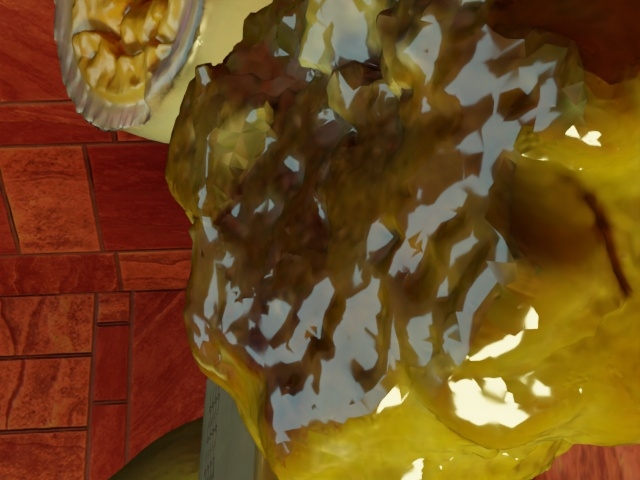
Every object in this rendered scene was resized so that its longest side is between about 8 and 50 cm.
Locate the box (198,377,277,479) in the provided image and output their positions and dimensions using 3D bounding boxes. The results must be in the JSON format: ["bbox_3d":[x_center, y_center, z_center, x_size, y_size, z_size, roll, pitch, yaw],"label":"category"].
[{"bbox_3d":[-0.055,0.192,0.914,0.211,0.045,0.270,121,155,-52],"label":"box"}]

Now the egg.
[{"bbox_3d":[-0.061,-0.268,1.258,0.354,0.340,0.354,0,90,54],"label":"egg"}]

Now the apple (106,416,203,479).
[{"bbox_3d":[-0.127,0.467,1.698,0.473,0.473,0.473,178,90,-86],"label":"apple"}]

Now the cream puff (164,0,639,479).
[{"bbox_3d":[0.067,-0.032,0.457,0.282,0.185,0.282,-14,73,55],"label":"cream puff"}]
